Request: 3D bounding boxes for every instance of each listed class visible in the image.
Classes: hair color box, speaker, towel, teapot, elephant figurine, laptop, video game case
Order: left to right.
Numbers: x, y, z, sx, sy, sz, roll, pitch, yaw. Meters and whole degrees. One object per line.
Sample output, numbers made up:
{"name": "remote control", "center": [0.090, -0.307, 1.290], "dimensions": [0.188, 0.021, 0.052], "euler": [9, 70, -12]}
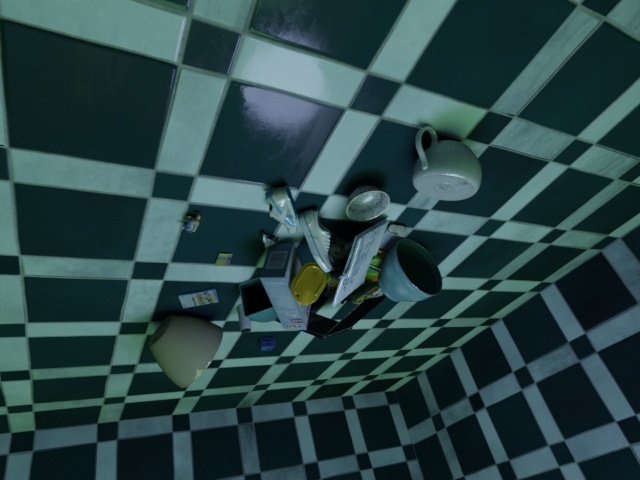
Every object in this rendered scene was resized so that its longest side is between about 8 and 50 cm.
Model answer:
{"name": "video game case", "center": [-0.560, 0.265, 1.997], "dimensions": [0.166, 0.015, 0.119], "euler": [-9, 145, -11]}
{"name": "towel", "center": [-0.403, 0.078, 1.800], "dimensions": [0.060, 0.010, 0.083], "euler": [3, 141, -25]}
{"name": "speaker", "center": [-0.376, 0.384, 2.133], "dimensions": [0.055, 0.136, 0.055], "euler": [-12, 146, -8]}
{"name": "hair color box", "center": [-0.136, 0.204, 1.853], "dimensions": [0.113, 0.186, 0.375], "euler": [-2, 136, 15]}
{"name": "laptop", "center": [0.067, 0.331, 2.130], "dimensions": [0.407, 0.237, 0.382], "euler": [15, -178, 25]}
{"name": "elephant figurine", "center": [0.066, 0.043, 1.800], "dimensions": [0.185, 0.170, 0.240], "euler": [-11, 140, 9]}
{"name": "teapot", "center": [0.444, -0.268, 1.519], "dimensions": [0.252, 0.187, 0.256], "euler": [10, 165, 8]}

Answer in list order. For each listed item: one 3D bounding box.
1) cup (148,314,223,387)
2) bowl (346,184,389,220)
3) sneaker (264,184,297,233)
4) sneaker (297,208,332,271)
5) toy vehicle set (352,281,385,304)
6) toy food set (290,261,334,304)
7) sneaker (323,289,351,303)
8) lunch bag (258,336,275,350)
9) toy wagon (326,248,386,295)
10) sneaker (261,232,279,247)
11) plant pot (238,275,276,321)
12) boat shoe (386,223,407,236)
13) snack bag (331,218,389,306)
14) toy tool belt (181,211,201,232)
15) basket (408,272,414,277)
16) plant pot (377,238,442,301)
{"name": "cup", "center": [-0.661, 0.488, 2.051], "dimensions": [0.331, 0.331, 0.237], "euler": [-36, 115, 27]}
{"name": "bowl", "center": [0.169, -0.158, 1.640], "dimensions": [0.169, 0.080, 0.170], "euler": [-11, 146, -8]}
{"name": "sneaker", "center": [-0.137, -0.108, 1.591], "dimensions": [0.092, 0.088, 0.229], "euler": [-11, 139, 4]}
{"name": "sneaker", "center": [0.000, 0.000, 1.679], "dimensions": [0.091, 0.094, 0.258], "euler": [-22, 104, 10]}
{"name": "toy vehicle set", "center": [0.311, 0.272, 2.351], "dimensions": [0.165, 0.035, 0.267], "euler": [16, 134, -39]}
{"name": "toy food set", "center": [-0.046, 0.159, 1.748], "dimensions": [0.128, 0.218, 0.071], "euler": [40, 157, -12]}
{"name": "sneaker", "center": [0.095, 0.291, 2.251], "dimensions": [0.161, 0.076, 0.057], "euler": [5, 141, -28]}
{"name": "lunch bag", "center": [-0.316, 0.602, 2.531], "dimensions": [0.098, 0.067, 0.065], "euler": [2, 141, -23]}
{"name": "toy wagon", "center": [0.185, 0.159, 2.108], "dimensions": [0.344, 0.068, 0.267], "euler": [-38, 141, 29]}
{"name": "sneaker", "center": [-0.199, -0.008, 1.742], "dimensions": [0.069, 0.038, 0.098], "euler": [-15, 155, -5]}
{"name": "plant pot", "center": [-0.251, 0.291, 2.039], "dimensions": [0.165, 0.166, 0.234], "euler": [-20, 151, 5]}
{"name": "boat shoe", "center": [0.332, -0.047, 1.904], "dimensions": [0.125, 0.038, 0.046], "euler": [9, 97, -40]}
{"name": "snack bag", "center": [0.166, 0.093, 1.778], "dimensions": [0.323, 0.037, 0.343], "euler": [-28, 141, -59]}
{"name": "toy tool belt", "center": [-0.460, -0.064, 1.537], "dimensions": [0.051, 0.052, 0.083], "euler": [0, 143, -37]}
{"name": "basket", "center": [0.494, 0.158, 2.204], "dimensions": [0.167, 0.103, 0.113], "euler": [-7, 144, -13]}
{"name": "plant pot", "center": [0.390, 0.165, 2.013], "dimensions": [0.292, 0.293, 0.196], "euler": [14, 139, -37]}
